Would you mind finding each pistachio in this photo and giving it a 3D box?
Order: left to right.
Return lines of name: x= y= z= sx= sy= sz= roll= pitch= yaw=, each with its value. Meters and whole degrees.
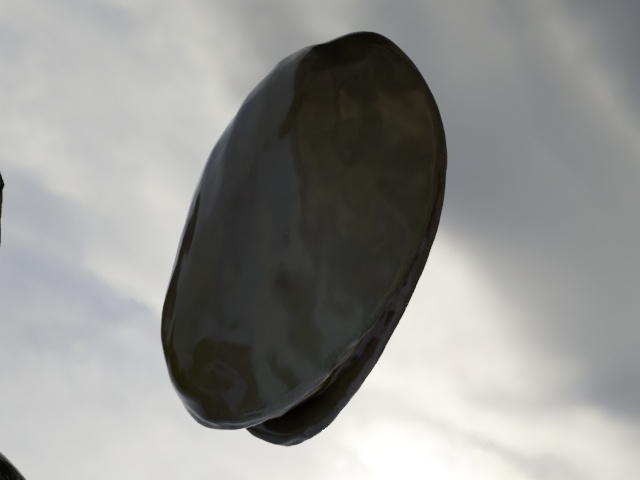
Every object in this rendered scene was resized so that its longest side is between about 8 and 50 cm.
pistachio: x=0.000 y=0.000 z=1.159 sx=0.197 sy=0.288 sz=0.166 roll=15 pitch=180 yaw=42

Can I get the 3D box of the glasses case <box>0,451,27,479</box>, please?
glasses case: x=-0.195 y=0.251 z=1.023 sx=0.122 sy=0.075 sz=0.314 roll=25 pitch=-143 yaw=-47

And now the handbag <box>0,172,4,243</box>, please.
handbag: x=-0.376 y=0.013 z=1.449 sx=0.193 sy=0.251 sz=0.190 roll=0 pitch=-143 yaw=-20
